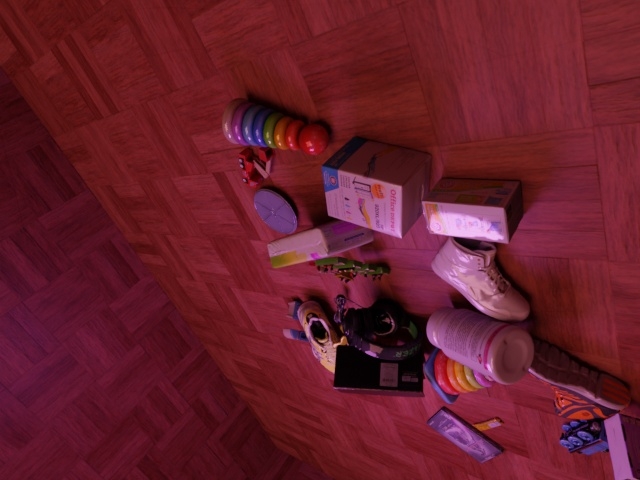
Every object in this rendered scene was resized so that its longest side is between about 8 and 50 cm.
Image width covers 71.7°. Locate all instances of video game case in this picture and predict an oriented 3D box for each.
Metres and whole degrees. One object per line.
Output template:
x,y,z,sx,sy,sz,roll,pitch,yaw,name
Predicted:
0.599,0.819,1.859,0.274,0.026,0.196,33,144,16,video game case

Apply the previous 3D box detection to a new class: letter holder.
0.221,0.479,1.587,0.302,0.152,0.214,-2,152,16,letter holder

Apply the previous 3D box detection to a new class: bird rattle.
0.189,0.423,1.812,0.254,0.143,0.207,14,149,17,bird rattle

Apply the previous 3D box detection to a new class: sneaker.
0.680,0.419,1.275,0.321,0.124,0.180,29,142,20,sneaker
0.015,0.441,1.887,0.384,0.145,0.147,58,-178,-16,sneaker
0.448,0.093,1.183,0.292,0.108,0.169,34,147,16,sneaker

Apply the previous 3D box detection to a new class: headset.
0.176,0.311,1.571,0.394,0.243,0.185,34,125,48,headset

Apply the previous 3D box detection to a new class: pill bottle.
0.450,0.289,1.286,0.160,0.160,0.283,58,162,-20,pill bottle

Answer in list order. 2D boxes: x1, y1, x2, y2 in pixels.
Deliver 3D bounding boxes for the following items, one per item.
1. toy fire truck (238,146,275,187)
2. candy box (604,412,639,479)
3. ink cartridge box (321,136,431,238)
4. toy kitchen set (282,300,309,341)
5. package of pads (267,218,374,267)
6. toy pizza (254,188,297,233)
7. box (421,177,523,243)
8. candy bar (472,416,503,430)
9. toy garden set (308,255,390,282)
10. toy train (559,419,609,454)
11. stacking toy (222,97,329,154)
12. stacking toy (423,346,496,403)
-0.216,-0.256,1.532,0.135,0.047,0.192,24,141,24,toy fire truck
0.869,0.564,1.153,0.196,0.165,0.070,14,140,2,candy box
0.151,-0.144,1.177,0.233,0.168,0.171,20,138,29,ink cartridge box
-0.046,0.376,2.009,0.207,0.166,0.122,21,161,-37,toy kitchen set
0.000,0.000,1.429,0.296,0.229,0.101,-14,93,49,package of pads
-0.163,-0.111,1.644,0.201,0.032,0.201,27,143,22,toy pizza
0.368,-0.077,1.077,0.203,0.114,0.103,9,134,40,box
0.644,0.711,1.706,0.040,0.018,0.161,36,144,5,candy bar
0.077,0.105,1.483,0.244,0.049,0.204,14,164,-39,toy garden set
0.827,0.613,1.374,0.105,0.080,0.184,28,142,12,toy train
-0.123,-0.325,1.316,0.330,0.141,0.141,19,138,21,stacking toy
0.497,0.409,1.401,0.175,0.166,0.302,53,147,-6,stacking toy
